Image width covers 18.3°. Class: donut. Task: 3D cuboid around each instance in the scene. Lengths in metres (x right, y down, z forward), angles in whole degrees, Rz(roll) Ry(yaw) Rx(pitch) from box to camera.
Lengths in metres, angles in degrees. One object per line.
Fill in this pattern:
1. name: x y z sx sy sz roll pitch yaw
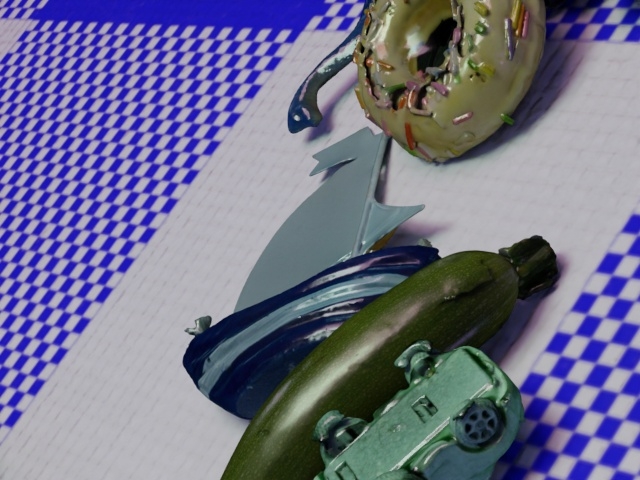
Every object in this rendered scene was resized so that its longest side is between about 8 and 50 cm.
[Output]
1. donut: 0.088 -0.143 1.426 0.174 0.068 0.175 -23 58 43

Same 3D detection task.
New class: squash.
1. squash: 0.020 0.099 1.245 0.318 0.080 0.071 -46 48 -2

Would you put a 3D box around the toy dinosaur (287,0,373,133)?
1. toy dinosaur: 0.048 -0.211 1.600 0.188 0.075 0.248 -30 40 28

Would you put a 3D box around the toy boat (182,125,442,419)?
1. toy boat: 0.000 0.000 1.414 0.220 0.067 0.291 -27 32 28

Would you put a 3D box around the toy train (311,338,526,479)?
1. toy train: 0.057 0.134 1.177 0.149 0.081 0.099 -40 30 -4

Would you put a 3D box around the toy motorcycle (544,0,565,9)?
1. toy motorcycle: 0.196 -0.228 1.447 0.114 0.076 0.205 -39 28 -11
